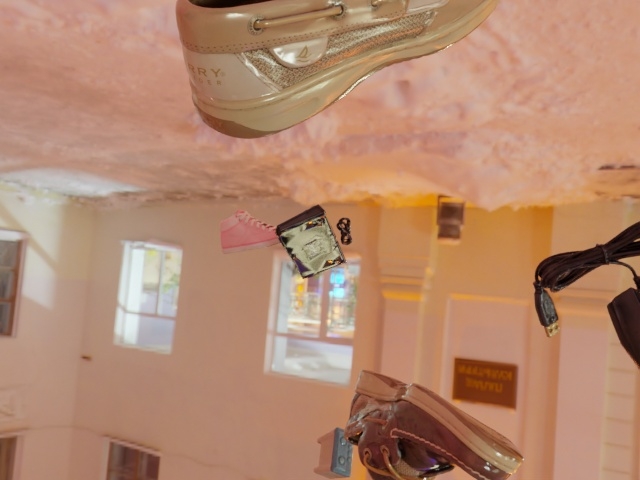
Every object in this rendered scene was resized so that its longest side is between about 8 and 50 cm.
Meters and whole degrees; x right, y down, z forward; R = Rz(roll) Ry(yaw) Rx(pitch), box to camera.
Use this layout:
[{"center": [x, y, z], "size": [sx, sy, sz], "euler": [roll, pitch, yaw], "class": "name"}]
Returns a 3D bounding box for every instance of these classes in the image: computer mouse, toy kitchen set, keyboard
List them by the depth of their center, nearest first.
[{"center": [0.372, 0.112, 0.789], "size": [0.184, 0.262, 0.060], "euler": [-20, -157, 23], "class": "computer mouse"}, {"center": [0.000, 0.000, 0.998], "size": [0.108, 0.023, 0.180], "euler": [-23, 152, 1], "class": "keyboard"}, {"center": [0.100, 0.451, 1.176], "size": [0.207, 0.166, 0.122], "euler": [30, 138, -25], "class": "toy kitchen set"}]

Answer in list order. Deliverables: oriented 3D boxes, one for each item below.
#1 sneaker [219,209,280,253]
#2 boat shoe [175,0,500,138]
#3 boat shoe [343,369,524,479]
[{"center": [-0.112, -0.021, 1.089], "size": [0.134, 0.070, 0.051], "euler": [-9, -175, 21], "class": "sneaker"}, {"center": [0.042, -0.206, 0.507], "size": [0.122, 0.341, 0.110], "euler": [35, 151, 31], "class": "boat shoe"}, {"center": [0.108, 0.242, 0.768], "size": [0.123, 0.123, 0.342], "euler": [34, 168, -15], "class": "boat shoe"}]
